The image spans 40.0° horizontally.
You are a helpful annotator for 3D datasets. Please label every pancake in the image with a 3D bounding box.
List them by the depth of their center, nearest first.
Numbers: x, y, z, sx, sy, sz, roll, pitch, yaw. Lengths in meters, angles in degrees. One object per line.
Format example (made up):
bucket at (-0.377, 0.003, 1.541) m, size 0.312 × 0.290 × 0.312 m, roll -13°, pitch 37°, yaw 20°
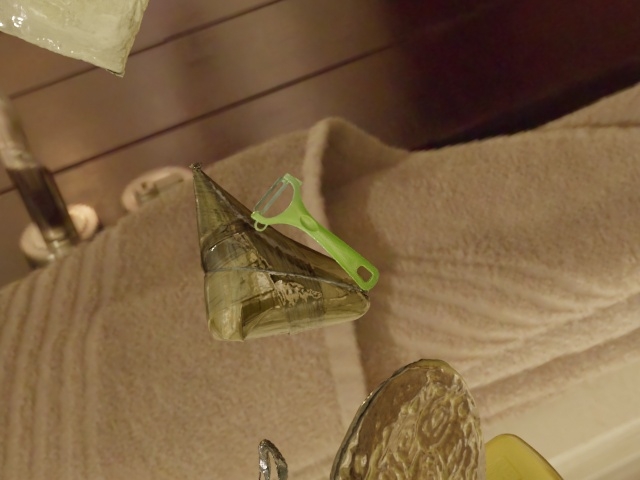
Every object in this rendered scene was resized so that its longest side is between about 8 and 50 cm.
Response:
pancake at (0.091, 0.230, 0.812) m, size 0.031 × 0.250 × 0.250 m, roll -3°, pitch 114°, yaw 42°

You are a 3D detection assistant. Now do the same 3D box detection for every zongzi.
zongzi at (-0.056, 0.007, 1.176) m, size 0.112 × 0.221 × 0.242 m, roll 153°, pitch 110°, yaw -66°

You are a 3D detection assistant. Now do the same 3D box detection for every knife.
knife at (0.000, 0.000, 1.014) m, size 0.166 × 0.078 × 0.022 m, roll 40°, pitch 169°, yaw -4°

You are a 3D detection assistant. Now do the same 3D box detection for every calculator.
calculator at (0.296, 0.399, 1.306) m, size 0.236 × 0.157 × 0.033 m, roll 51°, pitch -178°, yaw 30°

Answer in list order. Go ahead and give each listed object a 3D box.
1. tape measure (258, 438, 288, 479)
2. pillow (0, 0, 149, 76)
tape measure at (-0.053, 0.230, 0.562) m, size 0.104 × 0.107 × 0.179 m, roll -37°, pitch 65°, yaw 36°
pillow at (-0.220, -0.255, 0.805) m, size 0.229 × 0.148 × 0.050 m, roll -50°, pitch 26°, yaw 47°
